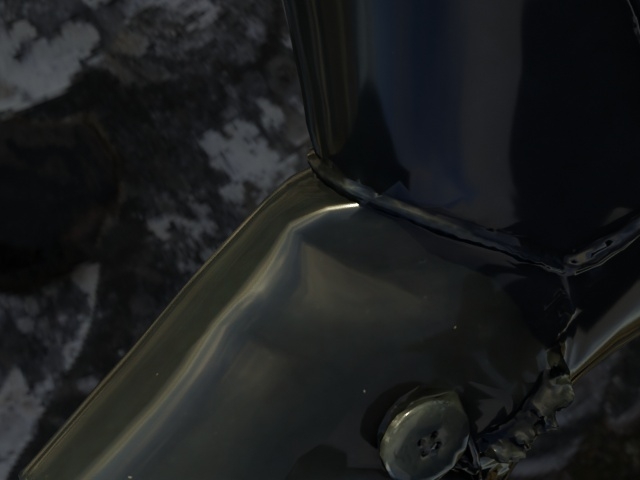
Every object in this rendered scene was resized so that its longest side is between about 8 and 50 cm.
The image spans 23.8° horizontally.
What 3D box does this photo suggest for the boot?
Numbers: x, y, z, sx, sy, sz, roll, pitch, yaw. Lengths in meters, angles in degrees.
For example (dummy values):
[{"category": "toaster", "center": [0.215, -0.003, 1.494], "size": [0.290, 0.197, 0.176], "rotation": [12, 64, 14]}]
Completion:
[{"category": "boot", "center": [0.000, 0.000, 0.373], "size": [0.207, 0.094, 0.246], "rotation": [-48, 134, -5]}]
